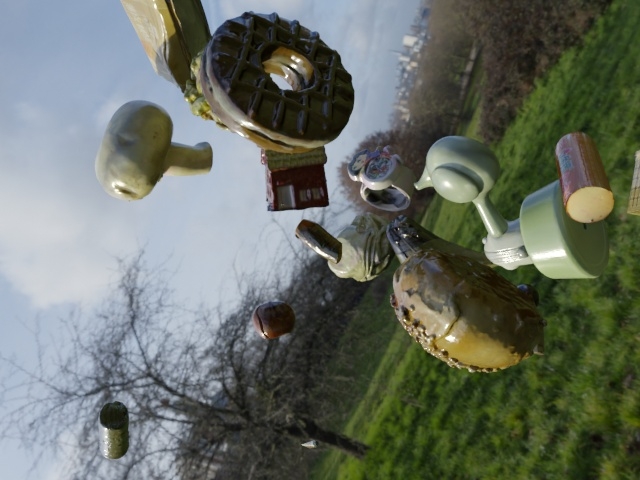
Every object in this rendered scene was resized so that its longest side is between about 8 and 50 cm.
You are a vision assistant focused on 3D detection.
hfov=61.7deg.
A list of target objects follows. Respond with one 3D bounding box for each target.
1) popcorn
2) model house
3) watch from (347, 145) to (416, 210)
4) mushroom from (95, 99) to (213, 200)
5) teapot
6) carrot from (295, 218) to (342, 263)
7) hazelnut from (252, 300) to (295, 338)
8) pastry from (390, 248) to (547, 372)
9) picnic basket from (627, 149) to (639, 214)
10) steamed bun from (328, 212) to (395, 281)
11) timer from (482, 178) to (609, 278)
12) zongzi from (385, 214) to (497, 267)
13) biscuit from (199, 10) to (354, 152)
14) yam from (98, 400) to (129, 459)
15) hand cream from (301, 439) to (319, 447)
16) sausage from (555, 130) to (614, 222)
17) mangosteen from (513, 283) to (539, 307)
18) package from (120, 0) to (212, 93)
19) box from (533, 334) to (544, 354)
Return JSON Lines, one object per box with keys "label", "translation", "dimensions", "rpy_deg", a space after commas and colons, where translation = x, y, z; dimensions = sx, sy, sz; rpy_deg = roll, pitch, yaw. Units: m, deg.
{"label": "popcorn", "translation": [-0.240, -0.389, 1.382], "dimensions": [0.259, 0.212, 0.259], "rpy_deg": [-10, -78, -57]}
{"label": "model house", "translation": [-0.086, -0.232, 1.674], "dimensions": [0.160, 0.196, 0.254], "rpy_deg": [-132, 37, -71]}
{"label": "watch", "translation": [0.244, -0.235, 2.083], "dimensions": [0.231, 0.244, 0.196], "rpy_deg": [46, -126, -46]}
{"label": "mushroom", "translation": [-0.537, -0.291, 1.635], "dimensions": [0.356, 0.315, 0.315], "rpy_deg": [-45, -24, -38]}
{"label": "teapot", "translation": [0.433, -0.158, 1.504], "dimensions": [0.149, 0.318, 0.220], "rpy_deg": [-60, -1, -19]}
{"label": "carrot", "translation": [0.000, 0.000, 1.701], "dimensions": [0.082, 0.173, 0.082], "rpy_deg": [-57, -6, -9]}
{"label": "hazelnut", "translation": [-0.169, 0.286, 1.954], "dimensions": [0.143, 0.154, 0.143], "rpy_deg": [-13, -90, -87]}
{"label": "pastry", "translation": [0.269, 0.144, 1.029], "dimensions": [0.315, 0.284, 0.184], "rpy_deg": [8, -65, -49]}
{"label": "picnic basket", "translation": [0.881, -0.143, 1.201], "dimensions": [0.313, 0.228, 0.175], "rpy_deg": [26, -106, -86]}
{"label": "steamed bun", "translation": [0.198, 0.037, 2.173], "dimensions": [0.320, 0.206, 0.275], "rpy_deg": [-55, -32, -16]}
{"label": "timer", "translation": [0.631, -0.007, 1.581], "dimensions": [0.315, 0.291, 0.291], "rpy_deg": [-20, 45, 49]}
{"label": "zongzi", "translation": [0.408, 0.013, 1.783], "dimensions": [0.289, 0.317, 0.154], "rpy_deg": [60, -158, -12]}
{"label": "biscuit", "translation": [-0.081, -0.319, 1.081], "dimensions": [0.103, 0.332, 0.332], "rpy_deg": [-46, 21, 51]}
{"label": "yam", "translation": [-0.625, 0.576, 1.623], "dimensions": [0.259, 0.093, 0.093], "rpy_deg": [113, 177, -46]}
{"label": "hand cream", "translation": [-0.032, 0.709, 1.856], "dimensions": [0.102, 0.035, 0.022], "rpy_deg": [-45, 26, 54]}
{"label": "sausage", "translation": [0.441, -0.122, 0.911], "dimensions": [0.234, 0.071, 0.071], "rpy_deg": [-68, -9, -51]}
{"label": "mangosteen", "translation": [0.787, 0.224, 2.104], "dimensions": [0.140, 0.140, 0.140], "rpy_deg": [14, -90, -85]}
{"label": "package", "translation": [-0.438, -0.590, 1.541], "dimensions": [0.311, 0.221, 0.165], "rpy_deg": [81, -176, -57]}
{"label": "box", "translation": [0.718, 0.333, 1.772], "dimensions": [0.024, 0.053, 0.083], "rpy_deg": [-12, 64, 46]}
